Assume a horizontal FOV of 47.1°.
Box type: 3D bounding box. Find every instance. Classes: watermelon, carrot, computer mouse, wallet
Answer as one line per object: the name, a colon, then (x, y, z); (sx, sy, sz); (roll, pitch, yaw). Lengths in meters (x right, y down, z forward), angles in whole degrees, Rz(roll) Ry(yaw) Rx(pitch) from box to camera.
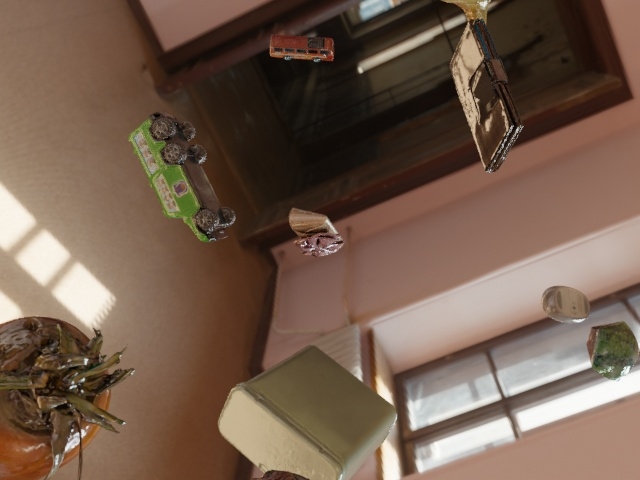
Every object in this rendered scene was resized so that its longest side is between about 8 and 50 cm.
watermelon: (0.439, 0.173, 1.124); (0.085, 0.092, 0.072); (55, -24, 8)
carrot: (-0.369, 0.202, 0.908); (0.193, 0.331, 0.214); (33, 44, -20)
computer mouse: (0.438, 0.117, 1.322); (0.096, 0.039, 0.066); (13, 66, -23)
wallet: (0.264, -0.236, 1.190); (0.124, 0.042, 0.230); (103, -19, -58)

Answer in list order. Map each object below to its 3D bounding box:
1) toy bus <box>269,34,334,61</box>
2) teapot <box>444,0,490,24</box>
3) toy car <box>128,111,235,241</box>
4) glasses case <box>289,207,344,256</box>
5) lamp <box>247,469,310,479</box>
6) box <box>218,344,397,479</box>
toy bus: (-0.031, -0.329, 1.248); (0.043, 0.110, 0.031); (103, -11, -75)
teapot: (0.257, -0.485, 1.195); (0.311, 0.203, 0.167); (81, -12, -49)
toy car: (-0.163, -0.070, 0.868); (0.165, 0.062, 0.071); (64, 15, 1)
glasses case: (0.000, 0.000, 1.566); (0.193, 0.102, 0.070); (52, 54, -70)
lamp: (-0.075, 0.505, 1.284); (0.227, 0.226, 0.227); (-23, 90, -79)
box: (-0.021, 0.472, 1.927); (0.351, 0.178, 0.343); (34, 30, 21)
